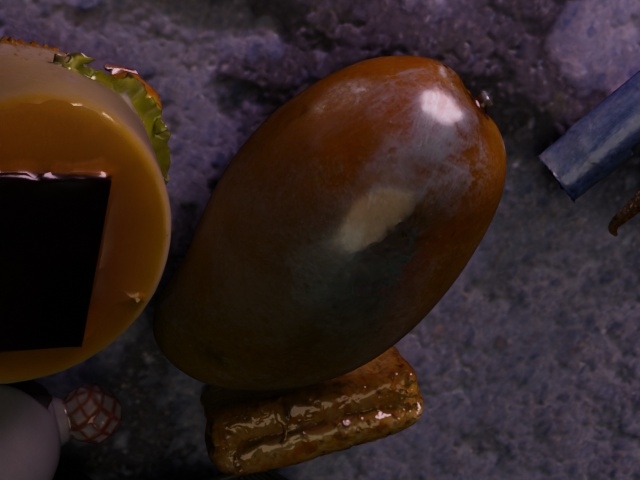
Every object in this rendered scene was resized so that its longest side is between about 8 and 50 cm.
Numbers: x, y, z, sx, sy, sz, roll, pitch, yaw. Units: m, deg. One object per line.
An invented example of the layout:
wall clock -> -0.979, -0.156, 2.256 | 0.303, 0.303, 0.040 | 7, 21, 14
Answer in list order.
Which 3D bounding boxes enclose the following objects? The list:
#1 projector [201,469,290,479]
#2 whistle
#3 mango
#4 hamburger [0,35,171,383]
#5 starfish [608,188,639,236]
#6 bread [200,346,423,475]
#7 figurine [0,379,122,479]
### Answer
projector -> -0.119, 0.332, 1.467 | 0.269, 0.088, 0.194 | -31, 128, -36
whistle -> 0.333, -0.152, 1.416 | 0.304, 0.062, 0.062 | -40, 119, 7
mango -> 0.000, 0.000, 1.337 | 0.384, 0.199, 0.221 | -39, 127, 22
hamburger -> -0.257, -0.025, 1.247 | 0.294, 0.179, 0.276 | -4, 115, -30
starfish -> 0.349, -0.089, 1.409 | 0.213, 0.057, 0.238 | -36, 155, -17
bread -> -0.008, 0.160, 1.463 | 0.211, 0.114, 0.083 | -15, 103, -6
figurine -> -0.295, 0.233, 1.396 | 0.281, 0.167, 0.370 | -25, 129, 4
